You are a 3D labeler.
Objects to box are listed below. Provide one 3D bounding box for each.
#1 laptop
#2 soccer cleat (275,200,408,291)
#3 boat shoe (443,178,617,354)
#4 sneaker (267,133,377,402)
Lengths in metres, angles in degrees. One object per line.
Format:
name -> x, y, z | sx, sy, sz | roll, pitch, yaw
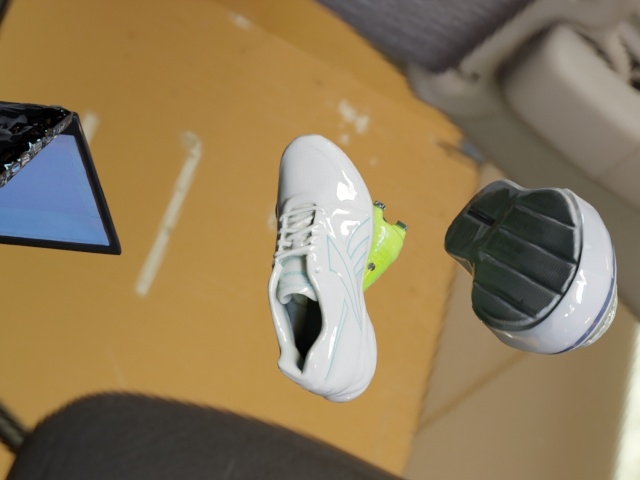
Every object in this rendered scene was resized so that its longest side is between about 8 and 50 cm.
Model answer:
laptop -> -0.264, -0.016, 0.852 | 0.264, 0.234, 0.137 | -68, 162, -67
soccer cleat -> 0.000, 0.000, 1.103 | 0.072, 0.060, 0.179 | -54, -157, -10
boat shoe -> 0.166, 0.022, 1.050 | 0.109, 0.094, 0.302 | -52, -169, 8
sneaker -> -0.002, 0.011, 0.805 | 0.053, 0.061, 0.152 | -13, -106, 25
